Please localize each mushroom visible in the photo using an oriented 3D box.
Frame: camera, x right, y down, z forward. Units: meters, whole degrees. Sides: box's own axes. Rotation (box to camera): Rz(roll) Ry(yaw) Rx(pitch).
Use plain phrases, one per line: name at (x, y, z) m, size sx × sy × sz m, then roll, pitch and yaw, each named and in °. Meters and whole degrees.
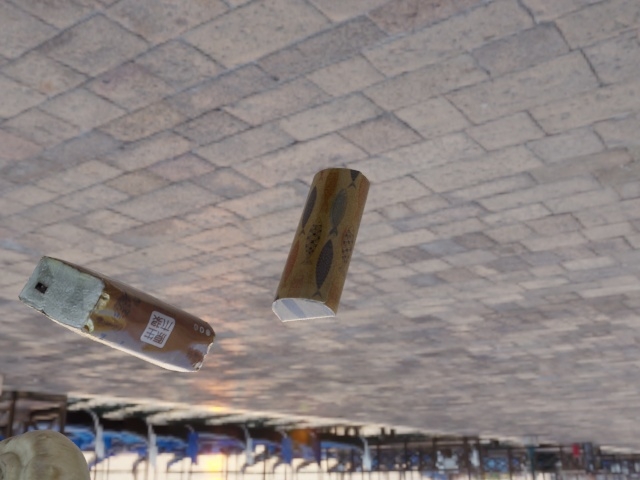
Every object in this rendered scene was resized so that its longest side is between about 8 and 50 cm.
mushroom at (-0.503, 0.421, 1.143) m, size 0.254 × 0.260 × 0.234 m, roll -12°, pitch 145°, yaw 36°

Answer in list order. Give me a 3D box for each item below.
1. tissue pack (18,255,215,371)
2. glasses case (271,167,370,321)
tissue pack at (-0.288, 0.108, 1.049) m, size 0.183 × 0.091 × 0.226 m, roll 17°, pitch 166°, yaw 40°
glasses case at (0.000, 0.000, 0.733) m, size 0.065 × 0.169 × 0.041 m, roll -9°, pitch 137°, yaw 32°
